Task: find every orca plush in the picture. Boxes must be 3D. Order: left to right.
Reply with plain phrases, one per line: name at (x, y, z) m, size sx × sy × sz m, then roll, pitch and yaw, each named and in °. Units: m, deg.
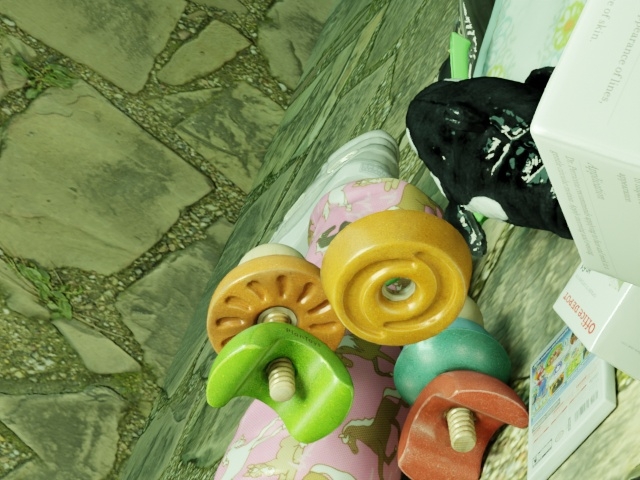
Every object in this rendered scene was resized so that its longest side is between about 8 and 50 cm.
orca plush at (0.122, -0.053, 1.053) m, size 0.151 × 0.102 × 0.287 m, roll -51°, pitch 37°, yaw 22°

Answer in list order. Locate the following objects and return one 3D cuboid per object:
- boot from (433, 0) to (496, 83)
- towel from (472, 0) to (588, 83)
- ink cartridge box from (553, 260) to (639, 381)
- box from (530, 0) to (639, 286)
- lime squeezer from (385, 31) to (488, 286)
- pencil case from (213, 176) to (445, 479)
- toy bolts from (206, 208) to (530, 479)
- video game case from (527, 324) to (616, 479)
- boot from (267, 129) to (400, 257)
boot at (0.161, -0.207, 1.460) m, size 0.178 × 0.085 × 0.236 m, roll -161°, pitch 75°, yaw -82°
towel at (0.237, -0.249, 1.192) m, size 0.320 × 0.090 × 0.374 m, roll 144°, pitch 141°, yaw -71°
ink cartridge box at (0.204, 0.016, 0.900) m, size 0.122 × 0.052 × 0.088 m, roll -60°, pitch 12°, yaw 10°
box at (0.207, -0.076, 0.736) m, size 0.182 × 0.119 × 0.181 m, roll -63°, pitch -26°, yaw -13°
lime squeezer at (0.083, -0.028, 1.187) m, size 0.310 × 0.110 × 0.059 m, roll -57°, pitch 6°, yaw -18°
pencil case at (0.019, 0.121, 1.238) m, size 0.167 × 0.160 × 0.386 m, roll -19°, pitch 37°, yaw 36°
toy bolts at (0.054, 0.049, 1.060) m, size 0.218 × 0.228 × 0.158 m, roll -49°, pitch 25°, yaw 28°
video game case at (0.168, 0.096, 0.982) m, size 0.087 × 0.011 × 0.122 m, roll -55°, pitch 12°, yaw 33°
boot at (0.000, 0.000, 1.509) m, size 0.258 × 0.095 × 0.123 m, roll -47°, pitch 11°, yaw 28°
